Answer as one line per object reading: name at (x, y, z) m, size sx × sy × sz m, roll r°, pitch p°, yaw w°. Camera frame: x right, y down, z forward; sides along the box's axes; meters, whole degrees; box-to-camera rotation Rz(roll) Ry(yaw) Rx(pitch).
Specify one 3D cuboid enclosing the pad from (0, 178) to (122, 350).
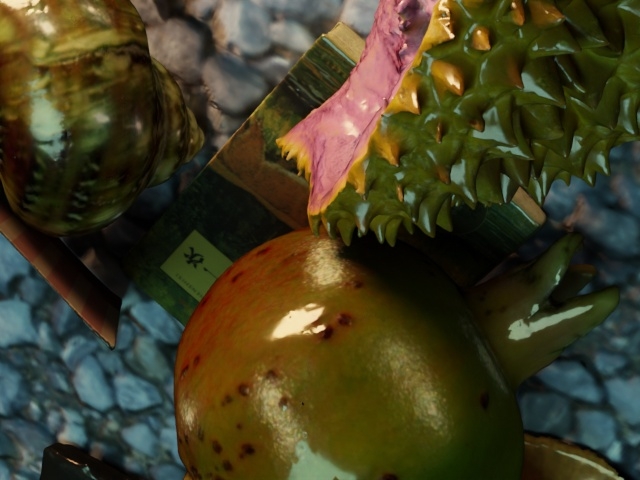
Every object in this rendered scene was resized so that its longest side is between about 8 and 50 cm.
pad at (-0.216, -0.061, 0.894) m, size 0.005 × 0.202 × 0.300 m, roll -42°, pitch 98°, yaw -2°

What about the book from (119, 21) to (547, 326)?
book at (0.000, 0.000, 0.915) m, size 0.160 × 0.024 × 0.228 m, roll 41°, pitch 127°, yaw -6°

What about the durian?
durian at (0.100, -0.096, 0.747) m, size 0.186 × 0.154 × 0.260 m, roll 4°, pitch 129°, yaw -12°

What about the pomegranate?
pomegranate at (0.035, 0.078, 0.818) m, size 0.246 × 0.198 × 0.198 m, roll -30°, pitch 104°, yaw 31°

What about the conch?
conch at (-0.156, -0.090, 0.877) m, size 0.187 × 0.124 × 0.181 m, roll 30°, pitch 159°, yaw 55°

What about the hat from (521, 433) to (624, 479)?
hat at (0.076, 0.262, 0.910) m, size 0.244 × 0.233 × 0.233 m, roll 47°, pitch 129°, yaw -6°

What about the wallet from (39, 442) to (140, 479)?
wallet at (-0.164, 0.273, 1.160) m, size 0.146 × 0.030 × 0.285 m, roll 28°, pitch 126°, yaw 11°
